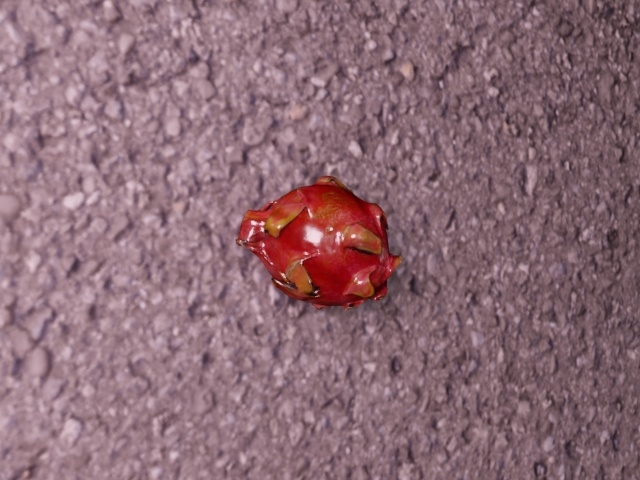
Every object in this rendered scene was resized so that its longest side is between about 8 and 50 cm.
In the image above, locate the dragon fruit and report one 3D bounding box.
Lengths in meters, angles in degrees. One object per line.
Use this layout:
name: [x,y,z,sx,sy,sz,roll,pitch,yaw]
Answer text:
dragon fruit: [0.000,0.000,0.970,0.165,0.136,0.133,17,85,-12]
